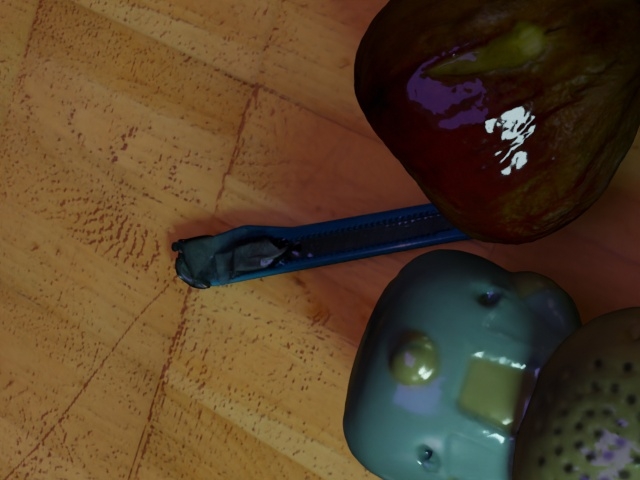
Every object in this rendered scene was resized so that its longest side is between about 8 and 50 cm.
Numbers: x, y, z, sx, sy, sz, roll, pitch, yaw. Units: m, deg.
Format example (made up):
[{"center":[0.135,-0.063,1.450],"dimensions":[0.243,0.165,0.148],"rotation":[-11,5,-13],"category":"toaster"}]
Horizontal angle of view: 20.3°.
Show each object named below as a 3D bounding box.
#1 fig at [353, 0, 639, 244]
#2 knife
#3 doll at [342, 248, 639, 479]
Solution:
[{"center":[0.142,-0.137,1.132],"dimensions":[0.190,0.191,0.290],"rotation":[49,117,27],"category":"fig"},{"center":[-0.001,-0.001,1.326],"dimensions":[0.296,0.026,0.044],"rotation":[-11,71,37],"category":"knife"},{"center":[0.153,0.111,1.121],"dimensions":[0.261,0.161,0.177],"rotation":[21,85,32],"category":"doll"}]
